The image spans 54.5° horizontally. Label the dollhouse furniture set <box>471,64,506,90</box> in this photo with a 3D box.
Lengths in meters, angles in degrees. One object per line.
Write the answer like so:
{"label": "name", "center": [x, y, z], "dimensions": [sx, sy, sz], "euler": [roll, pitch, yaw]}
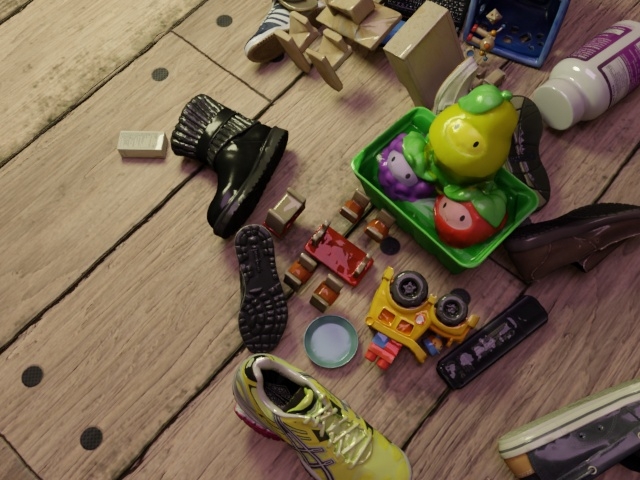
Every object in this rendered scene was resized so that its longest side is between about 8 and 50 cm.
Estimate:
{"label": "dollhouse furniture set", "center": [0.432, -0.378, 1.549], "dimensions": [0.182, 0.161, 0.101], "euler": [-42, 71, -15]}

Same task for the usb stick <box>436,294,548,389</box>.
{"label": "usb stick", "center": [0.373, 0.217, 1.341], "dimensions": [0.278, 0.045, 0.077], "euler": [-34, 76, -13]}

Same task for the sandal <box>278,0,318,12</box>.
{"label": "sandal", "center": [-0.088, -0.668, 1.660], "dimensions": [0.180, 0.049, 0.072], "euler": [34, 63, 7]}

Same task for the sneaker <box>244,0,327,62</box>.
{"label": "sneaker", "center": [-0.128, -0.604, 1.705], "dimensions": [0.282, 0.099, 0.153], "euler": [-38, 74, -22]}

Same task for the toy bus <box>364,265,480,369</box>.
{"label": "toy bus", "center": [0.196, 0.187, 1.316], "dimensions": [0.220, 0.149, 0.211], "euler": [28, 82, 11]}

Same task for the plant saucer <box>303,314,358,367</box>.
{"label": "plant saucer", "center": [0.023, 0.222, 1.362], "dimensions": [0.120, 0.021, 0.119], "euler": [-1, 66, 2]}

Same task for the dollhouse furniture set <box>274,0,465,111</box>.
{"label": "dollhouse furniture set", "center": [0.165, -0.516, 1.596], "dimensions": [0.362, 0.256, 0.394], "euler": [-48, 55, -2]}

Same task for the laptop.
{"label": "laptop", "center": [0.277, -0.637, 1.683], "dimensions": [0.235, 0.136, 0.264], "euler": [19, 109, 10]}

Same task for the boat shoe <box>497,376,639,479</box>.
{"label": "boat shoe", "center": [0.596, 0.360, 1.198], "dimensions": [0.501, 0.187, 0.155], "euler": [-23, 72, -3]}

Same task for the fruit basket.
{"label": "fruit basket", "center": [0.280, -0.148, 1.338], "dimensions": [0.283, 0.392, 0.392], "euler": [-41, 70, -16]}

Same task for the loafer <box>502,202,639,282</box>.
{"label": "loafer", "center": [0.588, 0.004, 1.407], "dimensions": [0.366, 0.134, 0.130], "euler": [-14, 102, -6]}

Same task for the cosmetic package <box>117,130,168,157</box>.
{"label": "cosmetic package", "center": [-0.452, -0.244, 1.582], "dimensions": [0.115, 0.041, 0.060], "euler": [3, 65, 3]}

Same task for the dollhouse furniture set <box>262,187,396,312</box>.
{"label": "dollhouse furniture set", "center": [0.000, 0.000, 1.430], "dimensions": [0.259, 0.135, 0.262], "euler": [38, 72, 5]}

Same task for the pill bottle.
{"label": "pill bottle", "center": [0.684, -0.405, 1.551], "dimensions": [0.302, 0.169, 0.169], "euler": [-35, 69, -14]}

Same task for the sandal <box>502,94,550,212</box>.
{"label": "sandal", "center": [0.480, -0.211, 1.520], "dimensions": [0.120, 0.086, 0.302], "euler": [-3, 80, -6]}

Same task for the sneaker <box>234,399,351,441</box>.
{"label": "sneaker", "center": [-0.048, 0.354, 1.267], "dimensions": [0.253, 0.103, 0.111], "euler": [14, 65, -1]}

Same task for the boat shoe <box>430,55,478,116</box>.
{"label": "boat shoe", "center": [0.322, -0.313, 1.464], "dimensions": [0.098, 0.277, 0.096], "euler": [-39, 74, -24]}

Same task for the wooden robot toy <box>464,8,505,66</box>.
{"label": "wooden robot toy", "center": [0.414, -0.504, 1.597], "dimensions": [0.076, 0.173, 0.079], "euler": [23, 33, -3]}

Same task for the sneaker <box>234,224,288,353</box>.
{"label": "sneaker", "center": [-0.132, 0.107, 1.386], "dimensions": [0.107, 0.124, 0.283], "euler": [-3, 90, -7]}

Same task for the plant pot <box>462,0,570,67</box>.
{"label": "plant pot", "center": [0.535, -0.638, 1.636], "dimensions": [0.236, 0.236, 0.212], "euler": [24, 61, 12]}

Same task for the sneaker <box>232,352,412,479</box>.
{"label": "sneaker", "center": [-0.002, 0.348, 1.139], "dimensions": [0.385, 0.147, 0.145], "euler": [31, 66, 6]}

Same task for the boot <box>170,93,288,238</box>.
{"label": "boot", "center": [-0.256, -0.183, 1.495], "dimensions": [0.260, 0.131, 0.347], "euler": [22, 57, 4]}
